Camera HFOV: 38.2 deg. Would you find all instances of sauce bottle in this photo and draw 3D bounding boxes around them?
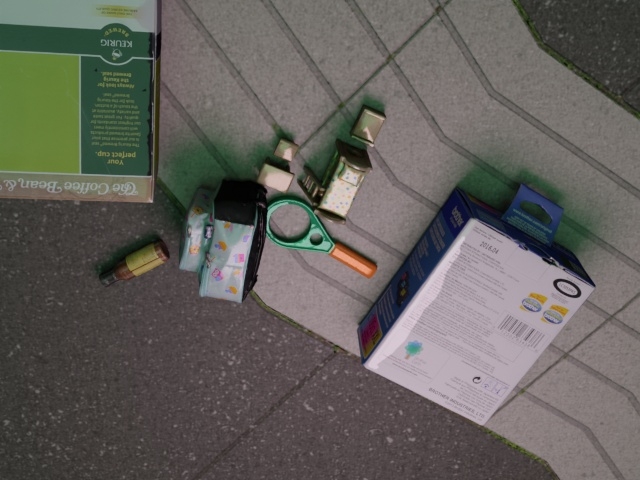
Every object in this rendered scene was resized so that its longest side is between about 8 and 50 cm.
[{"bbox_3d":[-0.326,0.042,1.613,0.128,0.042,0.042,-24,114,7],"label":"sauce bottle"}]

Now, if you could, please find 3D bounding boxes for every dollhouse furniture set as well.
[{"bbox_3d":[0.002,-0.144,1.518,0.161,0.101,0.182,21,111,-13],"label":"dollhouse furniture set"}]

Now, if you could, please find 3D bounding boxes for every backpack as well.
[{"bbox_3d":[-0.162,0.006,1.539,0.144,0.166,0.188,2,111,-4],"label":"backpack"}]

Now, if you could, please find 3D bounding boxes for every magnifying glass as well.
[{"bbox_3d":[0.000,0.000,1.629,0.231,0.026,0.092,31,108,-15],"label":"magnifying glass"}]

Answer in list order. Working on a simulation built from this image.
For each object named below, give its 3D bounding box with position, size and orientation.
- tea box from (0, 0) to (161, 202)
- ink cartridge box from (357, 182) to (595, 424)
[{"bbox_3d":[-0.401,-0.234,1.347,0.329,0.220,0.323,2,105,-9],"label":"tea box"},{"bbox_3d":[0.283,0.096,1.621,0.270,0.151,0.395,28,111,-16],"label":"ink cartridge box"}]
